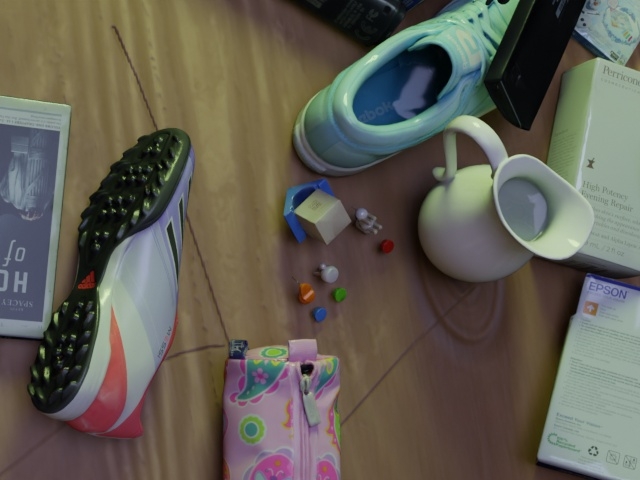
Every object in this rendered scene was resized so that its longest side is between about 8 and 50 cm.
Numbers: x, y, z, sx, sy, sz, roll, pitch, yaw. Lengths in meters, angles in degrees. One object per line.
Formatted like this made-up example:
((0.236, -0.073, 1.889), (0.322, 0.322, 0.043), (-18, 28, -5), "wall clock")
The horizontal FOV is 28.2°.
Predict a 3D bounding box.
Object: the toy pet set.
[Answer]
((0.000, 0.000, 1.356), (0.122, 0.065, 0.114), (-44, 132, -17), "toy pet set")

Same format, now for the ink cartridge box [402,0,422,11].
((0.173, -0.331, 1.431), (0.207, 0.097, 0.046), (-35, 95, -21), "ink cartridge box")

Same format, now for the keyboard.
((0.244, -0.291, 1.373), (0.317, 0.033, 0.201), (-65, 148, -19), "keyboard")

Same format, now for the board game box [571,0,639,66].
((0.344, -0.263, 1.522), (0.090, 0.020, 0.090), (38, 73, -10), "board game box")

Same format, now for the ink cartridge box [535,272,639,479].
((0.371, 0.171, 1.409), (0.223, 0.045, 0.224), (16, 74, 9), "ink cartridge box")

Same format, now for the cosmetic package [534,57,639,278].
((0.326, -0.081, 1.456), (0.117, 0.085, 0.231), (15, 79, -18), "cosmetic package")

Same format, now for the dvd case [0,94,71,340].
((-0.344, -0.028, 1.244), (0.179, 0.029, 0.238), (6, 80, -18), "dvd case")

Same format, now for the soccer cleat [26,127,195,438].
((-0.183, 0.041, 1.265), (0.116, 0.109, 0.318), (37, 61, -41), "soccer cleat")

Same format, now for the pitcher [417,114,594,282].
((0.167, -0.043, 1.328), (0.125, 0.207, 0.177), (-40, 96, -20), "pitcher")

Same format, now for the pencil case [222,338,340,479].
((-0.036, 0.242, 1.265), (0.124, 0.124, 0.284), (3, 82, -19), "pencil case")

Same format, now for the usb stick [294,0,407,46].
((-0.036, -0.302, 1.368), (0.278, 0.077, 0.045), (30, 47, -13), "usb stick")

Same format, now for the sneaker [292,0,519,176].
((0.145, -0.186, 1.372), (0.366, 0.150, 0.135), (-37, 96, -20), "sneaker")
